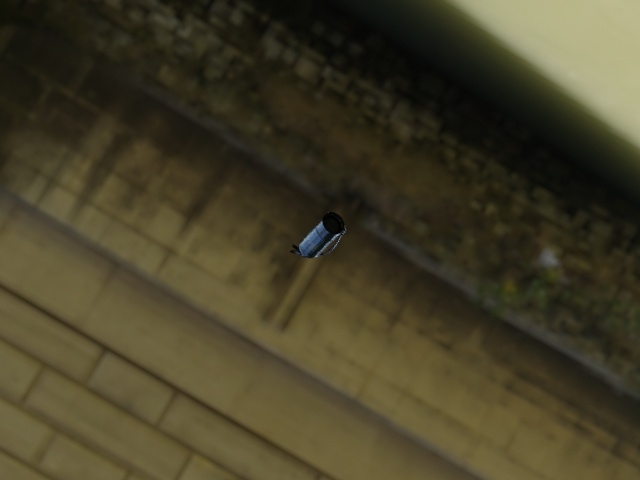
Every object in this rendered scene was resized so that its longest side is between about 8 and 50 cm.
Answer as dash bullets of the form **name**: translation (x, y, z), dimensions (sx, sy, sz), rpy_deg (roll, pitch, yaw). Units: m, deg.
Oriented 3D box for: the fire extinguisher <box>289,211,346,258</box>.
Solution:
- **fire extinguisher**: translation (0.000, 0.000, 1.817), dimensions (0.038, 0.025, 0.083), rpy_deg (20, 149, -16)
